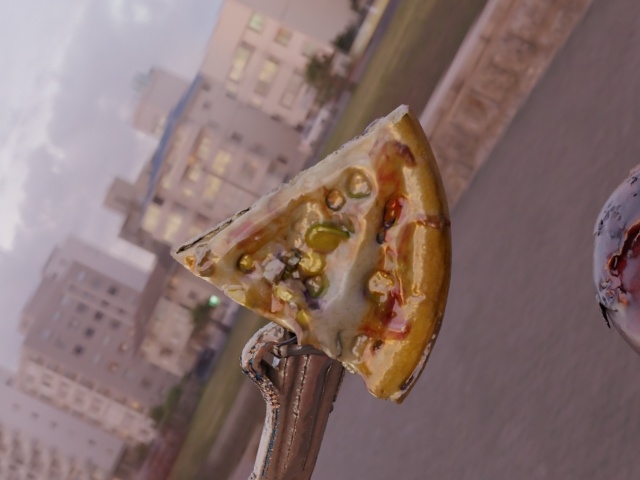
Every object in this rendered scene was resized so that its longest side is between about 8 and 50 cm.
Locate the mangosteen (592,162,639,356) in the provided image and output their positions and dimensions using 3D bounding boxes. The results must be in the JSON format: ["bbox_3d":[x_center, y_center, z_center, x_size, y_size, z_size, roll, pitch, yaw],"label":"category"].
[{"bbox_3d":[0.261,0.020,0.815,0.166,0.166,0.180,-64,-26,3],"label":"mangosteen"}]

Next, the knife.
[{"bbox_3d":[-0.027,0.134,0.967,0.365,0.089,0.043,101,153,-59],"label":"knife"}]

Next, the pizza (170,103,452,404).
[{"bbox_3d":[0.000,0.000,0.770,0.036,0.176,0.185,-142,63,-77],"label":"pizza"}]
